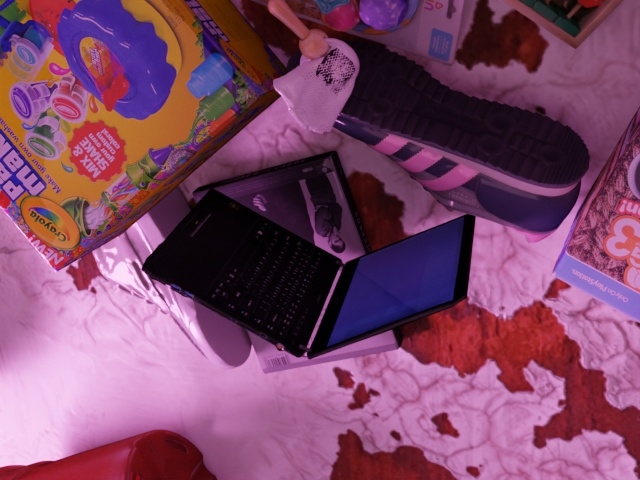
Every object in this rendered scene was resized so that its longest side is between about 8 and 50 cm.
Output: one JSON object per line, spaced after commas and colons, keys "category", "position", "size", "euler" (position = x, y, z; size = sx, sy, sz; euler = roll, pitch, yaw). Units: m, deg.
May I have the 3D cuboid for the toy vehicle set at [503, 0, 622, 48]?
{"category": "toy vehicle set", "position": [0.172, -0.294, 0.868], "size": [0.266, 0.035, 0.166], "euler": [27, 126, -20]}

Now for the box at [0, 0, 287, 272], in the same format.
{"category": "box", "position": [-0.233, -0.178, 1.043], "size": [0.279, 0.177, 0.290], "euler": [-39, 94, 17]}

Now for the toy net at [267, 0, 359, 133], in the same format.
{"category": "toy net", "position": [0.009, -0.217, 0.944], "size": [0.122, 0.045, 0.232], "euler": [-5, 111, -5]}

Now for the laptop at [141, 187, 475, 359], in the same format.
{"category": "laptop", "position": [0.000, 0.000, 1.003], "size": [0.264, 0.234, 0.137], "euler": [29, 112, -1]}

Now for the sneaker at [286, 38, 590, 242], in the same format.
{"category": "sneaker", "position": [0.102, -0.091, 1.026], "size": [0.319, 0.112, 0.131], "euler": [29, 147, 20]}

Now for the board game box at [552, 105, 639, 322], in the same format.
{"category": "board game box", "position": [0.380, -0.053, 0.895], "size": [0.232, 0.141, 0.291], "euler": [29, 122, 9]}

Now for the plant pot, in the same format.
{"category": "plant pot", "position": [-0.283, 0.383, 1.341], "size": [0.265, 0.272, 0.272], "euler": [-26, 101, 23]}

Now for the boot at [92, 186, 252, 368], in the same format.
{"category": "boot", "position": [-0.185, 0.046, 1.232], "size": [0.123, 0.095, 0.258], "euler": [-23, 95, 37]}

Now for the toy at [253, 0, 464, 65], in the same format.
{"category": "toy", "position": [0.019, -0.246, 0.993], "size": [0.237, 0.056, 0.137], "euler": [23, 143, 15]}

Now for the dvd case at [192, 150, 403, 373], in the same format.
{"category": "dvd case", "position": [-0.026, 0.031, 1.173], "size": [0.179, 0.029, 0.239], "euler": [-13, 108, 23]}
